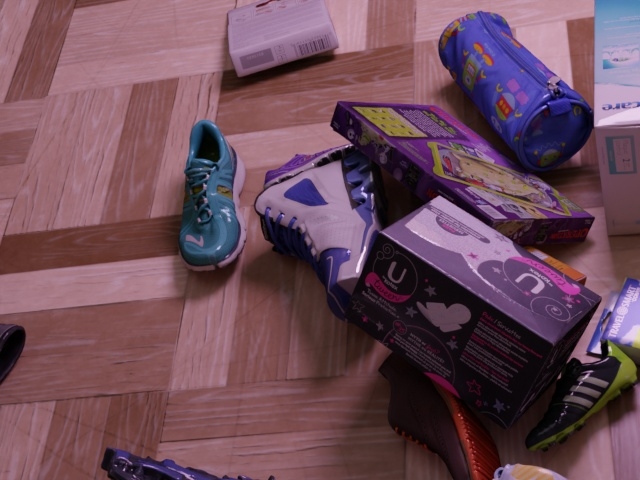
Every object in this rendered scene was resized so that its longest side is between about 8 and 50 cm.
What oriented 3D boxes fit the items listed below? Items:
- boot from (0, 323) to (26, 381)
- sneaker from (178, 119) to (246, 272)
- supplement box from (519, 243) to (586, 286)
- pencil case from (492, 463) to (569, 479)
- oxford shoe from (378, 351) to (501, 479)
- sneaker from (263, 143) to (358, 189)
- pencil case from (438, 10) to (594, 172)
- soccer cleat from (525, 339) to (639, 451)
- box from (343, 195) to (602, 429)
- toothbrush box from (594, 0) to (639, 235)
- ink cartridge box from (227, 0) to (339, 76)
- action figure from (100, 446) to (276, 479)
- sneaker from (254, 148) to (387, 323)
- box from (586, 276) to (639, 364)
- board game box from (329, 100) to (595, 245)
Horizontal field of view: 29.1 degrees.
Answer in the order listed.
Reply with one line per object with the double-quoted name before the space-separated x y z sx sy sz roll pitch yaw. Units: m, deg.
"boot" -0.517 0.108 1.824 0.223 0.118 0.338 15 67 26
"sneaker" -0.174 -0.067 1.855 0.107 0.110 0.275 -12 47 8
"supplement box" 0.232 0.036 1.636 0.233 0.078 0.080 31 36 35
"pencil case" 0.200 0.375 1.321 0.113 0.124 0.273 -18 36 52
"oxford shoe" 0.144 0.231 1.509 0.098 0.097 0.271 -33 38 11
"sneaker" -0.009 -0.115 1.877 0.170 0.068 0.071 -19 40 2
"pencil case" 0.284 -0.231 1.827 0.119 0.133 0.306 -9 40 -18
"soccer cleat" 0.305 0.189 1.493 0.179 0.060 0.072 -33 74 -21
"box" 0.186 0.079 1.502 0.247 0.142 0.163 35 34 18
"toothbrush box" 0.444 -0.185 1.687 0.126 0.216 0.295 -4 49 16
"ink cartridge box" -0.070 -0.369 2.150 0.181 0.056 0.224 -17 28 4
"action figure" -0.106 0.367 1.362 0.341 0.178 0.330 20 24 -1
"sneaker" 0.000 -0.001 1.742 0.182 0.127 0.315 -12 40 13
"box" 0.433 0.111 1.542 0.178 0.042 0.109 13 54 27
"board game box" 0.193 -0.099 1.730 0.208 0.056 0.347 -7 35 -37
